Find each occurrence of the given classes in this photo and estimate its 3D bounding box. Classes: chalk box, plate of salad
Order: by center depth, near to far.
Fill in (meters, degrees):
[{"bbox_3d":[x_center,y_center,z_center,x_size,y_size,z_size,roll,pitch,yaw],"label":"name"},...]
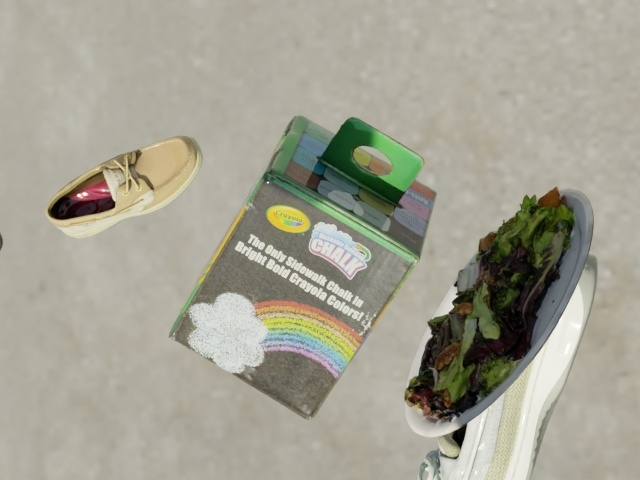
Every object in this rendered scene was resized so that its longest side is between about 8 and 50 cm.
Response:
[{"bbox_3d":[0.112,0.043,1.309,0.200,0.048,0.200,-48,18,22],"label":"plate of salad"},{"bbox_3d":[0.000,0.000,1.973,0.289,0.180,0.179,-57,5,24],"label":"chalk box"}]

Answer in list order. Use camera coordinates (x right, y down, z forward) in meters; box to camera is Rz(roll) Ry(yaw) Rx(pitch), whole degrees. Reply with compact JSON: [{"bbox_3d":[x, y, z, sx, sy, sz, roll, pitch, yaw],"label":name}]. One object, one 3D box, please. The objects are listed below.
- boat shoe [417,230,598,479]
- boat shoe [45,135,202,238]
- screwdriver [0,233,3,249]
[{"bbox_3d":[0.143,0.143,1.648,0.118,0.103,0.320,-68,-3,-66],"label":"boat shoe"},{"bbox_3d":[-0.156,-0.042,1.515,0.050,0.135,0.045,64,-165,17],"label":"boat shoe"},{"bbox_3d":[-0.226,-0.032,1.128,0.170,0.025,0.024,38,160,48],"label":"screwdriver"}]
